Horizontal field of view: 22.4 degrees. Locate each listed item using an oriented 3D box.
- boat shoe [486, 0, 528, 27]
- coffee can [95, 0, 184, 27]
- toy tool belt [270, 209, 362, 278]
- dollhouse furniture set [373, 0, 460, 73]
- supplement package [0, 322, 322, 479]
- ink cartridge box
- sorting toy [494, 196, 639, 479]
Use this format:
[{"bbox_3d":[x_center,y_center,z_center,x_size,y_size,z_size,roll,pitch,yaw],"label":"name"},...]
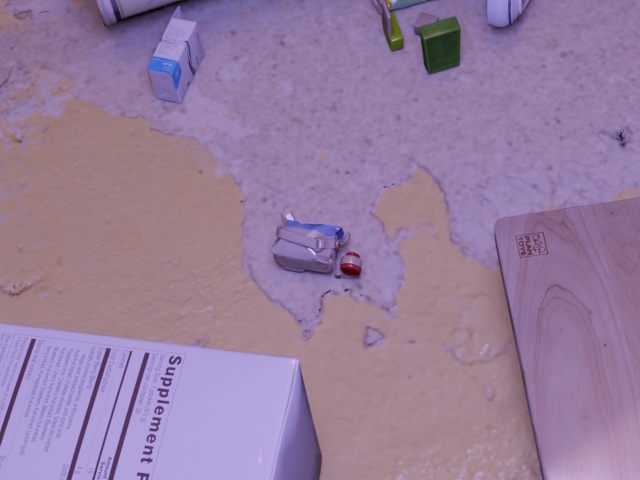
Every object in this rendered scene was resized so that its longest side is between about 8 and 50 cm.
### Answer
[{"bbox_3d":[0.216,-0.300,1.587,0.076,0.083,0.226,8,58,14],"label":"boat shoe"},{"bbox_3d":[-0.113,-0.346,1.588,0.275,0.201,0.201,-18,57,-5],"label":"coffee can"},{"bbox_3d":[0.000,0.000,1.441,0.083,0.052,0.051,8,67,12],"label":"toy tool belt"},{"bbox_3d":[0.092,-0.237,1.577,0.076,0.058,0.151,-16,57,-3],"label":"dollhouse furniture set"},{"bbox_3d":[-0.163,0.188,1.264,0.293,0.177,0.175,6,58,11],"label":"supplement package"},{"bbox_3d":[-0.137,-0.182,1.577,0.028,0.048,0.083,13,60,15],"label":"ink cartridge box"},{"bbox_3d":[0.289,0.093,1.321,0.255,0.089,0.257,-8,56,2],"label":"sorting toy"}]
